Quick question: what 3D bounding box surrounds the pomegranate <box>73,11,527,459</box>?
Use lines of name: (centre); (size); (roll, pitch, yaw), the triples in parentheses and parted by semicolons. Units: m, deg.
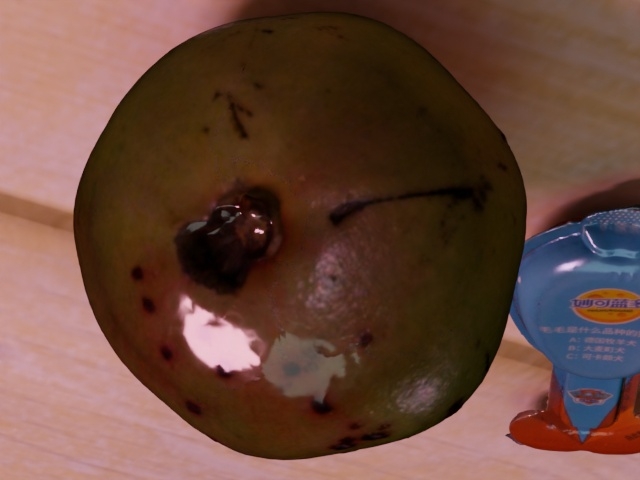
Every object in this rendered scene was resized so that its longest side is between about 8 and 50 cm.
pomegranate: (-0.007, -0.011, 0.679); (0.179, 0.210, 0.179); (0, 111, -1)

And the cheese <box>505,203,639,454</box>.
cheese: (0.143, 0.053, 0.844); (0.106, 0.037, 0.256); (5, 149, 6)
